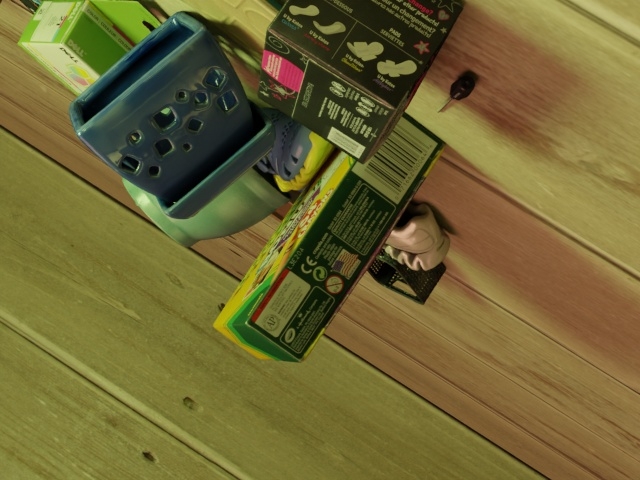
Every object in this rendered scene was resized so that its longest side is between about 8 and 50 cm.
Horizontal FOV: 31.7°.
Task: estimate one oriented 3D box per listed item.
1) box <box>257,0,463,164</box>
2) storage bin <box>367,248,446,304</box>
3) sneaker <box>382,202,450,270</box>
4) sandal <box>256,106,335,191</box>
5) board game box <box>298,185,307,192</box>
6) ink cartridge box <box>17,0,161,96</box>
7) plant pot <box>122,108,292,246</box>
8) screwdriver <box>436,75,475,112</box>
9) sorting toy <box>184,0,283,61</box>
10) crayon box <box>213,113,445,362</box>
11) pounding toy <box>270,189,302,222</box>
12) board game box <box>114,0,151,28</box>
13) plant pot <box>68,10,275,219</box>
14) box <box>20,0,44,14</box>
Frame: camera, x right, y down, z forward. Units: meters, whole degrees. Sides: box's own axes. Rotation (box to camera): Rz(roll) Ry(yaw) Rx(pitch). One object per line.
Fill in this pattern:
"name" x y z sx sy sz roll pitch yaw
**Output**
"box" 0.038 -0.207 1.254 0.163 0.142 0.247 33 170 0
"storage bin" 0.142 0.031 2.090 0.122 0.084 0.180 25 167 35
"sneaker" 0.078 -0.042 1.918 0.292 0.110 0.118 12 149 28
"sandal" -0.057 -0.157 1.782 0.138 0.126 0.317 40 166 -9
"board game box" 0.011 -0.105 2.002 0.133 0.033 0.169 20 169 -22
"ink cartridge box" -0.343 -0.304 1.856 0.255 0.097 0.189 11 157 42
"plant pot" -0.220 -0.114 1.973 0.293 0.196 0.293 47 -175 -5
"screwdriver" 0.156 -0.173 1.367 0.025 0.024 0.170 6 175 -10
"sorting toy" -0.109 -0.311 1.505 0.208 0.038 0.193 32 169 -14
"crayon box" 0.000 0.000 1.646 0.106 0.363 0.313 36 168 -9
"pounding toy" -0.045 -0.085 2.149 0.130 0.100 0.141 36 158 -13
"board game box" -0.381 -0.432 1.766 0.145 0.027 0.281 26 166 27
"plant pot" -0.209 -0.176 1.653 0.212 0.236 0.236 49 180 -23
"box" -0.472 -0.429 1.965 0.175 0.051 0.220 23 165 41
